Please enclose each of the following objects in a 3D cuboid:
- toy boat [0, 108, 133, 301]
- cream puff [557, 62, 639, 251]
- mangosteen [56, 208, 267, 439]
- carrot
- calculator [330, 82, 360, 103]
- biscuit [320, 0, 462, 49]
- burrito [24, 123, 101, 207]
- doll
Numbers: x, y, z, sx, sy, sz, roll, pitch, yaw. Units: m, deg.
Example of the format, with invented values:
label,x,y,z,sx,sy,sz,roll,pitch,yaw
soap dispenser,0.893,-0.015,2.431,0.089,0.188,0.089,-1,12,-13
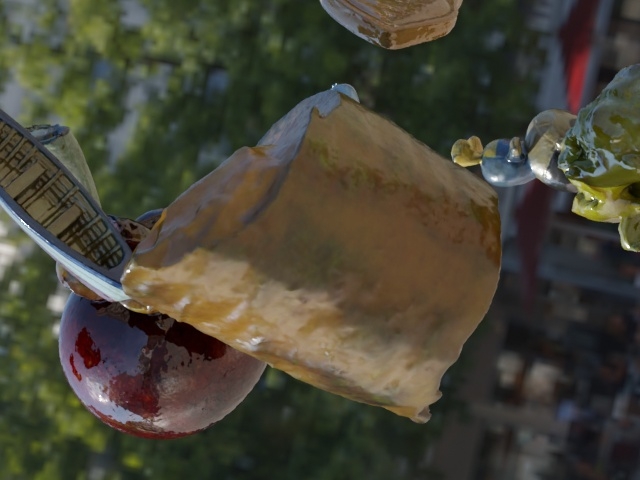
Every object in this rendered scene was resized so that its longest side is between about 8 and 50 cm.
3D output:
label,x,y,z,sx,sy,sz,roll,pitch,yaw
toy boat,-0.240,-0.027,1.648,0.046,0.229,0.080,-40,6,42
cream puff,0.346,-0.063,1.680,0.282,0.281,0.185,32,-126,-82
mangosteen,-0.167,0.072,1.843,0.215,0.215,0.257,-70,-35,-43
carrot,0.000,0.000,1.607,0.241,0.340,0.241,-46,28,33
calculator,0.066,-0.089,2.682,0.173,0.051,0.293,-106,-3,-61
biscuit,0.068,-0.241,1.793,0.221,0.141,0.029,-63,-14,-59
burrito,-0.257,-0.059,1.796,0.044,0.074,0.118,-89,-21,-53
doll,0.230,-0.097,1.963,0.102,0.179,0.089,-18,-67,-67
